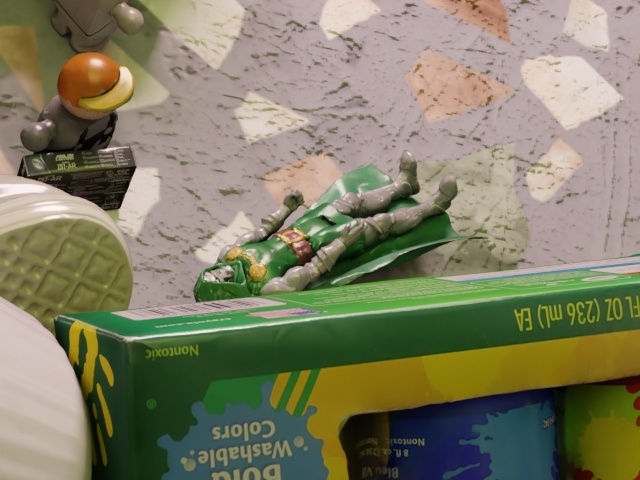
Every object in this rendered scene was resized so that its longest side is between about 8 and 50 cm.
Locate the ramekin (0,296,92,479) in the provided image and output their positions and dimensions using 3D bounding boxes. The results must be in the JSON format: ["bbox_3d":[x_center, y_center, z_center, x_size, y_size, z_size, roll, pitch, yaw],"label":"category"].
[{"bbox_3d":[-0.241,0.135,0.825,0.127,0.273,0.273,25,50,-43],"label":"ramekin"}]

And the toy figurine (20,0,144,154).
[{"bbox_3d":[-0.236,-0.164,1.116,0.209,0.148,0.213,13,58,-13],"label":"toy figurine"}]

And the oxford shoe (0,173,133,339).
[{"bbox_3d":[-0.343,0.067,0.969,0.449,0.169,0.130,-19,28,-20],"label":"oxford shoe"}]

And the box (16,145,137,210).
[{"bbox_3d":[-0.184,-0.042,1.116,0.083,0.067,0.018,-7,64,-23],"label":"box"}]

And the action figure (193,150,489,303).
[{"bbox_3d":[0.000,0.000,1.141,0.232,0.063,0.137,-27,40,-32],"label":"action figure"}]

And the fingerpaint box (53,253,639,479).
[{"bbox_3d":[0.083,0.210,0.922,0.444,0.163,0.371,-4,94,-23],"label":"fingerpaint box"}]
